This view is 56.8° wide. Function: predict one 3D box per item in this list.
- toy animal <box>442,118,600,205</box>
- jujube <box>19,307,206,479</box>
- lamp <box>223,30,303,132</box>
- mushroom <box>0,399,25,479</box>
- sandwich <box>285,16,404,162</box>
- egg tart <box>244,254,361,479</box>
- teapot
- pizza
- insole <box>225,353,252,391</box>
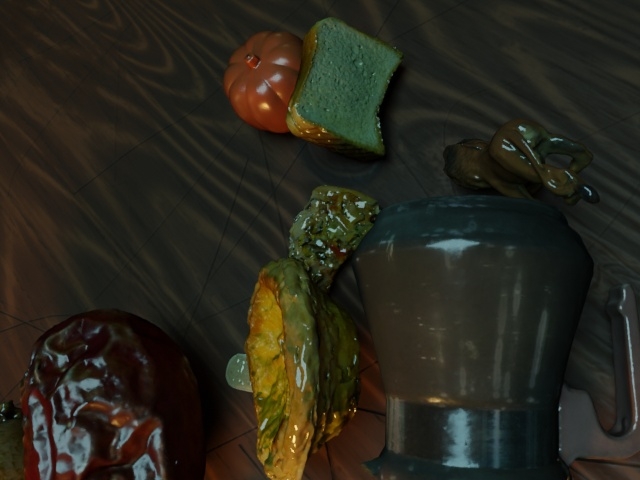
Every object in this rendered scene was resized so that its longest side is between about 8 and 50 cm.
[{"bbox_3d":[0.262,-0.106,0.825,0.158,0.312,0.097,30,86,0],"label":"toy animal"},{"bbox_3d":[-0.329,0.297,0.951,0.277,0.276,0.376,-19,72,19],"label":"jujube"},{"bbox_3d":[-0.091,-0.300,1.106,0.188,0.164,0.187,-8,72,25],"label":"lamp"},{"bbox_3d":[-0.523,0.414,1.022,0.195,0.263,0.283,-26,83,-9],"label":"mushroom"},{"bbox_3d":[0.043,-0.262,1.030,0.065,0.186,0.214,-16,56,64],"label":"sandwich"},{"bbox_3d":[-0.029,0.185,0.870,0.129,0.341,0.341,4,69,-20],"label":"egg tart"},{"bbox_3d":[0.225,0.145,0.763,0.376,0.305,0.361,2,82,-2],"label":"teapot"},{"bbox_3d":[0.000,0.000,1.017,0.147,0.069,0.226,39,92,28],"label":"pizza"},{"bbox_3d":[-0.057,0.236,0.995,0.248,0.011,0.081,5,76,27],"label":"insole"}]
